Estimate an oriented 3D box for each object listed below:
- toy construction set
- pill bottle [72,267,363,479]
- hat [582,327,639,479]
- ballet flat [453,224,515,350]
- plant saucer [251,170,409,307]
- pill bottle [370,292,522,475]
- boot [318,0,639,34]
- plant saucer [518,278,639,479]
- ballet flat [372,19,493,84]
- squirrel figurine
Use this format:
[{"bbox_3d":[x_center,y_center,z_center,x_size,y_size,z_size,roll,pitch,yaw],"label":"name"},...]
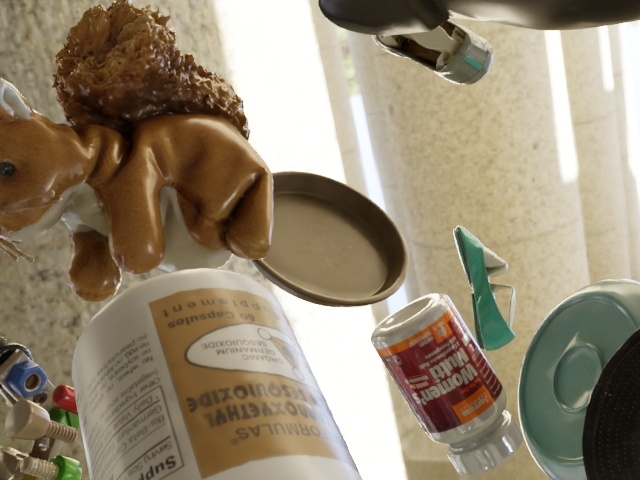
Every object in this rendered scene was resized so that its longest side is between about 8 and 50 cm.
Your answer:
[{"bbox_3d":[-0.325,0.258,0.958,0.309,0.237,0.257,-17,-125,29],"label":"toy construction set"},{"bbox_3d":[-0.045,0.133,0.404,0.131,0.131,0.229,-16,-136,-14],"label":"pill bottle"},{"bbox_3d":[0.443,0.201,0.878,0.332,0.331,0.134,-10,-173,5],"label":"hat"},{"bbox_3d":[0.310,0.082,1.474,0.087,0.247,0.083,-13,157,10],"label":"ballet flat"},{"bbox_3d":[0.000,0.000,1.193,0.278,0.041,0.277,15,-140,-13],"label":"plant saucer"},{"bbox_3d":[0.170,0.190,1.058,0.121,0.221,0.121,-31,-176,2],"label":"pill bottle"},{"bbox_3d":[0.148,-0.235,0.635,0.305,0.115,0.112,8,167,24],"label":"boot"},{"bbox_3d":[0.382,0.202,1.147,0.044,0.317,0.317,18,-175,-20],"label":"plant saucer"},{"bbox_3d":[0.112,-0.242,0.921,0.068,0.072,0.213,16,-162,-42],"label":"ballet flat"},{"bbox_3d":[-0.279,-0.116,1.057,0.371,0.396,0.281,16,153,-26],"label":"squirrel figurine"}]
